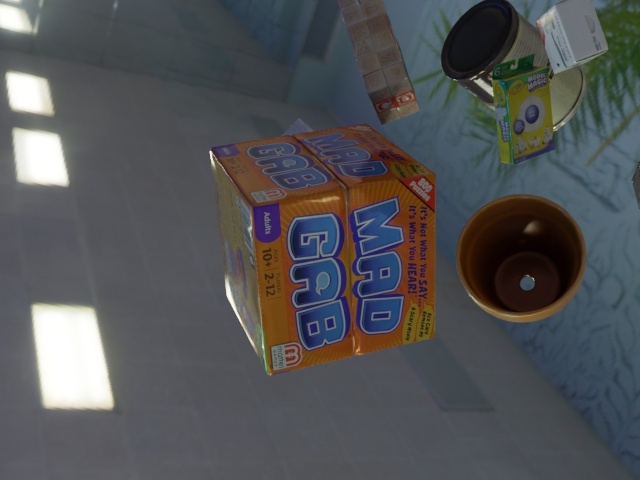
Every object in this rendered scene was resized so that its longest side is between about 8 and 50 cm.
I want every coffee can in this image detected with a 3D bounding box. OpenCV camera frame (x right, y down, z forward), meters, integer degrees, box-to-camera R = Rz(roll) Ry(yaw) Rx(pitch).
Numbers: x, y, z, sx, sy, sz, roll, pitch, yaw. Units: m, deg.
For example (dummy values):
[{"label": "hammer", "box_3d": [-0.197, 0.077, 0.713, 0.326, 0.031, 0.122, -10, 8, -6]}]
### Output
[{"label": "coffee can", "box_3d": [0.435, -0.383, 1.950, 0.275, 0.202, 0.201, 28, -164, -33]}]

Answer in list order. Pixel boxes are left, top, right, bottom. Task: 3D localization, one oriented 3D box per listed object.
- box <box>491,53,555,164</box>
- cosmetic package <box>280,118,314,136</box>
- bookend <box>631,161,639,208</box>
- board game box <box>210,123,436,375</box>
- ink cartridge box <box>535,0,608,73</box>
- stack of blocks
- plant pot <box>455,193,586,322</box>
[{"label": "box", "box_3d": [0.366, -0.238, 1.563, 0.105, 0.179, 0.043, -21, -160, -25]}, {"label": "cosmetic package", "box_3d": [-0.092, -0.213, 2.407, 0.117, 0.231, 0.085, 38, -172, -42]}, {"label": "bookend", "box_3d": [0.767, -0.134, 1.875, 0.157, 0.072, 0.156, -12, 167, 12]}, {"label": "board game box", "box_3d": [0.000, 0.000, 1.771, 0.356, 0.357, 0.356, -11, -154, -16]}, {"label": "ink cartridge box", "box_3d": [0.398, -0.329, 1.384, 0.056, 0.099, 0.135, -20, -178, 2]}, {"label": "stack of blocks", "box_3d": [0.120, -0.395, 1.812, 0.171, 0.087, 0.297, 50, -157, -61]}, {"label": "plant pot", "box_3d": [0.345, 0.049, 1.470, 0.205, 0.205, 0.188, 32, 174, 25]}]
